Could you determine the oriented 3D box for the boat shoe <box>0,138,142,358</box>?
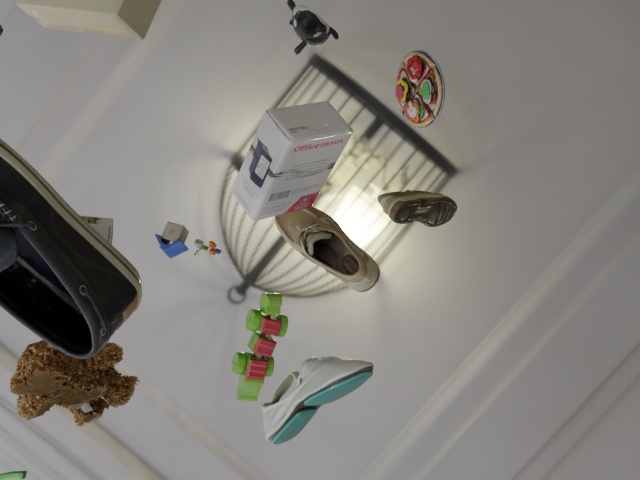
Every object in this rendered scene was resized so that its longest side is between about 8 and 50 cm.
[{"bbox_3d":[-0.462,-0.011,1.086,0.500,0.186,0.156,46,-142,-29],"label":"boat shoe"}]

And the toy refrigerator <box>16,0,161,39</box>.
[{"bbox_3d":[-0.440,-0.458,1.488,0.269,0.102,0.094,14,166,27],"label":"toy refrigerator"}]

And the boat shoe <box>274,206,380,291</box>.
[{"bbox_3d":[0.000,0.000,1.706,0.302,0.109,0.098,40,-177,31],"label":"boat shoe"}]

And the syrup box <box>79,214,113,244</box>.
[{"bbox_3d":[-0.586,-0.014,1.783,0.093,0.096,0.237,7,-178,23],"label":"syrup box"}]

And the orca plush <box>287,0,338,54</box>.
[{"bbox_3d":[-0.050,-0.522,1.950,0.151,0.102,0.287,33,-170,-23],"label":"orca plush"}]

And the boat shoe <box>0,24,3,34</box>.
[{"bbox_3d":[-0.753,-0.438,1.752,0.040,0.049,0.142,27,-128,-2],"label":"boat shoe"}]

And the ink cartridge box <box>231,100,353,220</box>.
[{"bbox_3d":[-0.062,-0.167,1.631,0.172,0.237,0.100,-17,-120,-39],"label":"ink cartridge box"}]

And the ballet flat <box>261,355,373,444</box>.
[{"bbox_3d":[-0.030,0.366,1.927,0.139,0.400,0.139,26,-140,-24],"label":"ballet flat"}]

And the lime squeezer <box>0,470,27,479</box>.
[{"bbox_3d":[-0.790,0.503,1.774,0.310,0.110,0.059,24,-149,27],"label":"lime squeezer"}]

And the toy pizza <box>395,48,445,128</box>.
[{"bbox_3d":[0.246,-0.386,1.997,0.032,0.201,0.201,-11,-141,-29],"label":"toy pizza"}]

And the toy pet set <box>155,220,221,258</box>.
[{"bbox_3d":[-0.284,0.016,1.605,0.122,0.065,0.114,14,160,17],"label":"toy pet set"}]

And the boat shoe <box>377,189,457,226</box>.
[{"bbox_3d":[0.184,-0.072,1.481,0.190,0.068,0.072,4,-151,-46],"label":"boat shoe"}]

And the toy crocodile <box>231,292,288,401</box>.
[{"bbox_3d":[-0.172,0.309,2.255,0.115,0.341,0.105,15,-173,-21],"label":"toy crocodile"}]

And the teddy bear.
[{"bbox_3d":[-0.541,0.303,1.703,0.338,0.245,0.113,28,-153,-51],"label":"teddy bear"}]

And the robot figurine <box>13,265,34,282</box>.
[{"bbox_3d":[-0.825,0.112,2.046,0.211,0.085,0.291,-13,143,43],"label":"robot figurine"}]
